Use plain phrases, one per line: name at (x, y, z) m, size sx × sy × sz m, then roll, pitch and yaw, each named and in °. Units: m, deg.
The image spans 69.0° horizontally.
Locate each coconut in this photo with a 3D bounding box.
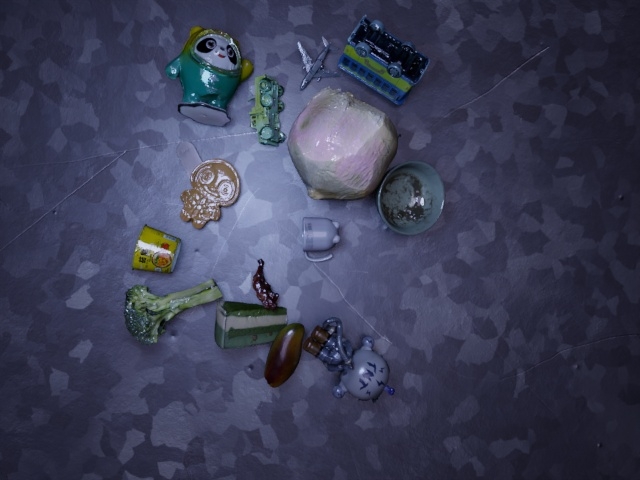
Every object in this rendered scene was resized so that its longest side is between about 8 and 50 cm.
coconut at (0.062, -0.312, 1.703) m, size 0.404 × 0.404 × 0.405 m, roll 0°, pitch 90°, yaw -4°

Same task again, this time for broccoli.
broccoli at (-0.566, 0.237, 1.777) m, size 0.361 × 0.252 × 0.221 m, roll -23°, pitch 96°, yaw -38°

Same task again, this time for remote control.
remote control at (-0.492, -0.277, 1.842) m, size 0.077 × 0.022 × 0.245 m, roll -27°, pitch 92°, yaw -6°

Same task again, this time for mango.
mango at (-0.136, 0.442, 1.815) m, size 0.133 × 0.111 × 0.268 m, roll 22°, pitch 91°, yaw -29°

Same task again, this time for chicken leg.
chicken leg at (-0.223, 0.178, 1.820) m, size 0.089 × 0.048 × 0.219 m, roll -14°, pitch 70°, yaw -40°

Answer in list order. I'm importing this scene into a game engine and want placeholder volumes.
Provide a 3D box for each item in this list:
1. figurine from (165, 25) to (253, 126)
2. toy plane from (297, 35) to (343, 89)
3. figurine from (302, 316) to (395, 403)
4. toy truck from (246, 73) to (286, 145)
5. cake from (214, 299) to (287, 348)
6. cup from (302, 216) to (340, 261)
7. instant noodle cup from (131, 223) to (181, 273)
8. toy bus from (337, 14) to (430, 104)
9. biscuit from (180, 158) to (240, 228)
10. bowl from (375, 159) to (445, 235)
figurine at (-0.416, -0.629, 1.761) m, size 0.323 × 0.231 × 0.340 m, roll 13°, pitch 80°, yaw -29°
toy plane at (-0.017, -0.699, 1.860) m, size 0.226 × 0.058 × 0.226 m, roll 32°, pitch 87°, yaw -19°
figurine at (0.109, 0.480, 1.805) m, size 0.382 × 0.186 × 0.261 m, roll 36°, pitch 93°, yaw -7°
toy truck at (-0.221, -0.500, 1.827) m, size 0.135 × 0.128 × 0.260 m, roll -5°, pitch 92°, yaw 22°
cake at (-0.288, 0.319, 1.841) m, size 0.283 × 0.172 × 0.158 m, roll 2°, pitch 95°, yaw -38°
cup at (0.001, -0.004, 1.821) m, size 0.141 × 0.134 × 0.174 m, roll 1°, pitch 89°, yaw -6°
instant noodle cup at (-0.616, 0.042, 1.764) m, size 0.144 × 0.182 × 0.182 m, roll 16°, pitch 89°, yaw -12°
toy bus at (0.243, -0.694, 1.808) m, size 0.312 × 0.190 × 0.152 m, roll 31°, pitch 71°, yaw -3°
biscuit at (-0.436, -0.184, 1.817) m, size 0.202 × 0.044 × 0.289 m, roll 38°, pitch 85°, yaw -5°
bowl at (0.327, -0.171, 1.822) m, size 0.289 × 0.146 × 0.289 m, roll -4°, pitch 101°, yaw -19°
